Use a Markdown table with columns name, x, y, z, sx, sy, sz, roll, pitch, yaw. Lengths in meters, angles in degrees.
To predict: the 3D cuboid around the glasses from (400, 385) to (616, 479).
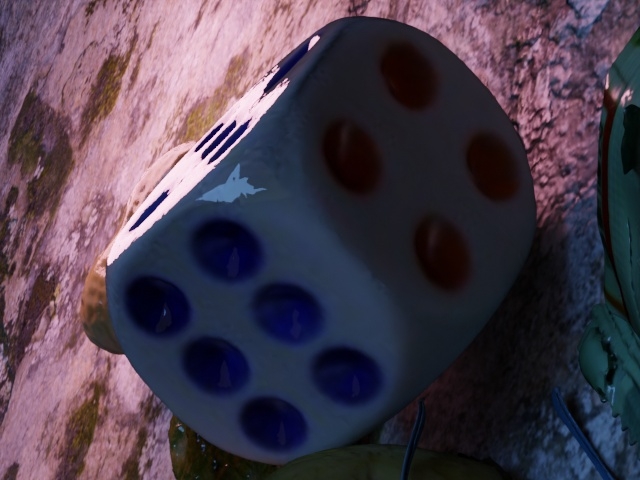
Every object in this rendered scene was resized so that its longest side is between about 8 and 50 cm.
| name | x | y | z | sx | sy | sz | roll | pitch | yaw |
| --- | --- | --- | --- | --- | --- | --- | --- | --- | --- |
| glasses | 0.147 | 0.180 | 1.535 | 0.220 | 0.190 | 0.088 | -99 | 5 | -49 |

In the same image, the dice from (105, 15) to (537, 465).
| name | x | y | z | sx | sy | sz | roll | pitch | yaw |
| --- | --- | --- | --- | --- | --- | --- | --- | --- | --- |
| dice | 0.000 | 0.000 | 1.739 | 0.304 | 0.277 | 0.304 | -33 | 14 | 41 |

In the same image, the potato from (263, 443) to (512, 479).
| name | x | y | z | sx | sy | sz | roll | pitch | yaw |
| --- | --- | --- | --- | --- | --- | --- | --- | --- | --- |
| potato | 0.021 | 0.284 | 1.650 | 0.285 | 0.243 | 0.242 | -44 | 37 | 39 |

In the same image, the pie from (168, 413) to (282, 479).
| name | x | y | z | sx | sy | sz | roll | pitch | yaw |
| --- | --- | --- | --- | --- | --- | --- | --- | --- | --- |
| pie | -0.070 | 0.197 | 2.010 | 0.323 | 0.071 | 0.323 | -20 | 67 | 61 |

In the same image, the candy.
| name | x | y | z | sx | sy | sz | roll | pitch | yaw |
| --- | --- | --- | --- | --- | --- | --- | --- | --- | --- |
| candy | 0.286 | -0.033 | 1.471 | 0.263 | 0.172 | 0.397 | -78 | 0 | -69 |

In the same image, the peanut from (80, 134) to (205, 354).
| name | x | y | z | sx | sy | sz | roll | pitch | yaw |
| --- | --- | --- | --- | --- | --- | --- | --- | --- | --- |
| peanut | -0.187 | 0.006 | 2.360 | 0.313 | 0.149 | 0.149 | -61 | 27 | 9 |
